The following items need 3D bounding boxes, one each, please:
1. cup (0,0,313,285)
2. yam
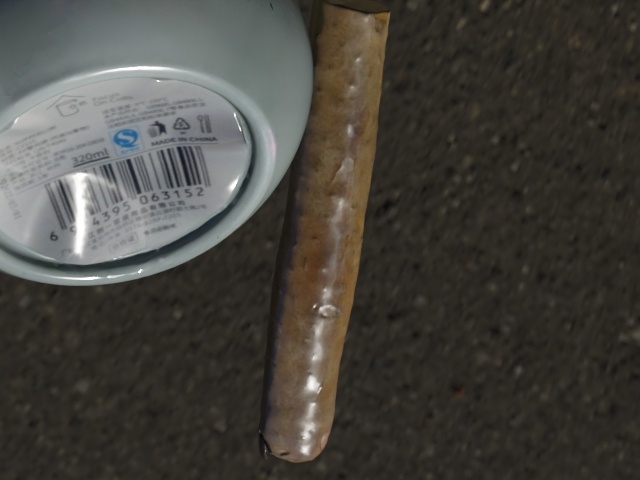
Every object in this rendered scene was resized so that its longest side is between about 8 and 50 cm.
[{"bbox_3d":[-0.123,-0.143,0.869,0.206,0.312,0.205,-12,142,-10],"label":"cup"},{"bbox_3d":[0.000,0.000,0.970,0.046,0.046,0.264,12,111,12],"label":"yam"}]
